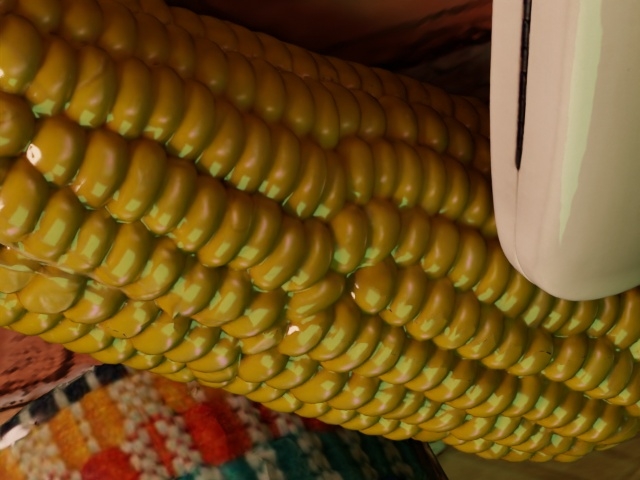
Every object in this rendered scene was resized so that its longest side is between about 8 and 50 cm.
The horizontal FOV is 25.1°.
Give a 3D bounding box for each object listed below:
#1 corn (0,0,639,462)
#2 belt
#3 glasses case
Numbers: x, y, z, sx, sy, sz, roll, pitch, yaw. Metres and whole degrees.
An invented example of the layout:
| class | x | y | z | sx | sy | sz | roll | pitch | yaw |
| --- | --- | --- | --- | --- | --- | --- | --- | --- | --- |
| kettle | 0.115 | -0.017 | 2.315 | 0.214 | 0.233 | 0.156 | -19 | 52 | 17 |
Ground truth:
| class | x | y | z | sx | sy | sz | roll | pitch | yaw |
| --- | --- | --- | --- | --- | --- | --- | --- | --- | --- |
| corn | 0.000 | 0.000 | 0.403 | 0.305 | 0.106 | 0.106 | 15 | 139 | -38 |
| belt | -0.052 | 0.146 | 0.576 | 0.207 | 0.160 | 0.295 | -22 | 154 | -19 |
| glasses case | 0.074 | -0.059 | 0.342 | 0.063 | 0.041 | 0.164 | -18 | 126 | -24 |
